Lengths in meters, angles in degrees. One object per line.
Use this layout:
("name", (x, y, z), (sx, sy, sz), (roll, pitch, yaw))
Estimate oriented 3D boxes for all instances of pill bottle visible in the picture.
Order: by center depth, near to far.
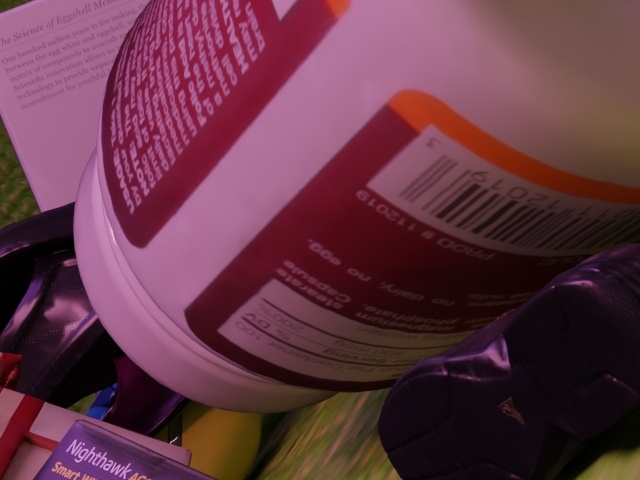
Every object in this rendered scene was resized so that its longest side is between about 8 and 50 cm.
("pill bottle", (0.034, -0.064, 0.715), (0.224, 0.224, 0.392), (-57, 8, -30))

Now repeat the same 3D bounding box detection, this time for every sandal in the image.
("sandal", (-0.120, 0.054, 1.004), (0.446, 0.167, 0.107), (-26, 49, 10))

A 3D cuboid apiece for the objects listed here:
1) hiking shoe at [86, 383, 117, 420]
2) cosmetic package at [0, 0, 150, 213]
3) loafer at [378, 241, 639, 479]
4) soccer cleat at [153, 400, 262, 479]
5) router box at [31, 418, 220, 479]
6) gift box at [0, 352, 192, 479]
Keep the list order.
("hiking shoe", (-0.143, 0.180, 1.152), (0.304, 0.113, 0.132), (-57, 1, 20))
("cosmetic package", (-0.100, -0.079, 1.168), (0.224, 0.224, 0.138), (-22, 2, -8))
("loafer", (0.079, 0.049, 0.578), (0.061, 0.062, 0.170), (-30, -4, -35))
("soccer cleat", (-0.125, 0.220, 1.050), (0.289, 0.093, 0.121), (-49, 37, -2))
("router box", (-0.056, 0.148, 0.568), (0.179, 0.046, 0.133), (16, 62, 41))
("gift box", (-0.193, 0.211, 0.785), (0.258, 0.276, 0.255), (-87, 21, -72))
